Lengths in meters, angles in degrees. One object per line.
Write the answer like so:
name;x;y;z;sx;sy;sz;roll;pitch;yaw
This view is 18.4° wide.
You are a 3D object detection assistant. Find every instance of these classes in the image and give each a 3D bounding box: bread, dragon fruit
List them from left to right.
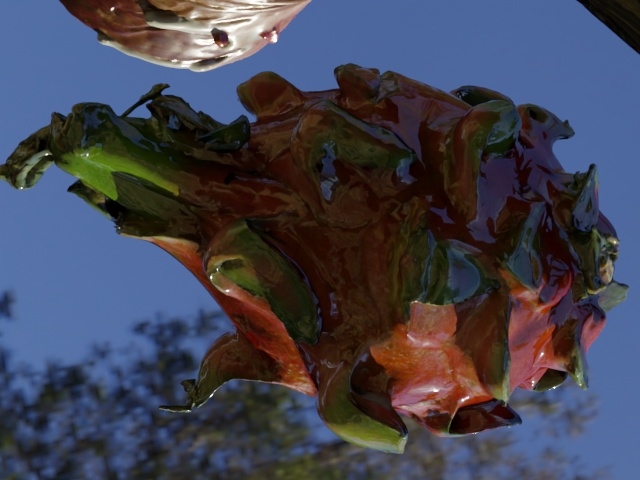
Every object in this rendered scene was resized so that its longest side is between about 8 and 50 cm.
bread;-0.062;-0.155;0.911;0.073;0.160;0.160;-45;-112;44
dragon fruit;0.000;0.003;0.721;0.135;0.236;0.137;-171;-97;-70

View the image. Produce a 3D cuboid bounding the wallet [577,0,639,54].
wallet;0.078;-0.167;0.635;0.318;0.172;0.045;48;-32;30
